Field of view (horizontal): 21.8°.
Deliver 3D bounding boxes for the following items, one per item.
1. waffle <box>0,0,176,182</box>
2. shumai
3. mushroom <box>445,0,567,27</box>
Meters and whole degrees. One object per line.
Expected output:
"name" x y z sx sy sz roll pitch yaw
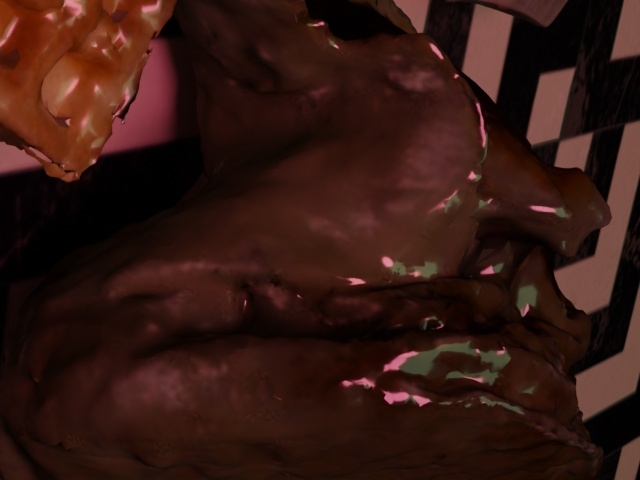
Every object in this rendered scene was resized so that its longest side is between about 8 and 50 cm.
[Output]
"waffle" -0.097 -0.201 0.629 0.308 0.091 0.213 -62 149 -9
"shumai" 0.000 0.000 0.833 0.330 0.292 0.288 46 32 -64
"mushroom" 0.127 -0.235 0.962 0.092 0.081 0.223 -3 114 -33
